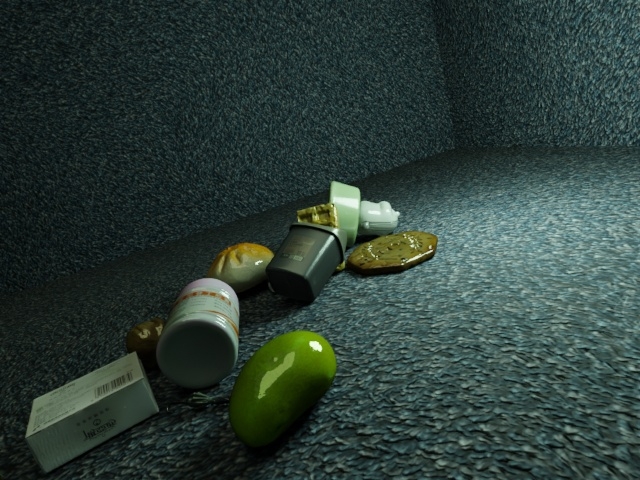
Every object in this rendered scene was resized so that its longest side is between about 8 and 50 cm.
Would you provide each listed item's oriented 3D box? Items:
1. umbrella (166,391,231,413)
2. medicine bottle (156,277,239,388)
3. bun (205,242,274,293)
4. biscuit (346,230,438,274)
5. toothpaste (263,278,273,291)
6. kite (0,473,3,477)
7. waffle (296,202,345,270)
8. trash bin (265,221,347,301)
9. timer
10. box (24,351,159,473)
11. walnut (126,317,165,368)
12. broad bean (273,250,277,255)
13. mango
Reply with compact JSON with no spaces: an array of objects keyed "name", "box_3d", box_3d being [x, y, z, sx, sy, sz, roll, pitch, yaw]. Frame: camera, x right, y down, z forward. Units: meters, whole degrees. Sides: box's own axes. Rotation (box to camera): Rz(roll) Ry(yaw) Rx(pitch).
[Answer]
[{"name":"umbrella","box_3d":[-0.242,0.369,0.972,0.268,0.044,0.044,-12,44,10]},{"name":"medicine bottle","box_3d":[-0.333,0.247,1.172,0.202,0.202,0.316,-18,16,-6]},{"name":"bun","box_3d":[-0.337,0.101,1.676,0.298,0.165,0.299,-22,9,4]},{"name":"biscuit","box_3d":[0.270,0.039,1.566,0.359,0.046,0.359,-14,17,5]},{"name":"toothpaste","box_3d":[-0.192,0.161,1.615,0.071,0.045,0.193,-21,11,-10]},{"name":"kite","box_3d":[-0.778,0.549,0.947,0.122,0.004,0.090,-17,15,-2]},{"name":"waffle","box_3d":[0.000,0.000,1.607,0.167,0.274,0.057,-11,-16,18]},{"name":"trash bin","box_3d":[-0.043,0.058,1.448,0.209,0.182,0.290,12,48,26]},{"name":"timer","box_3d":[0.181,-0.099,1.797,0.315,0.291,0.291,5,16,-2]},{"name":"box","box_3d":[-0.553,0.406,1.018,0.260,0.111,0.194,-26,18,-24]},{"name":"walnut","box_3d":[-0.507,0.310,1.254,0.166,0.149,0.166,7,-9,1]},{"name":"broad bean","box_3d":[-0.142,0.063,1.811,0.124,0.082,0.174,-7,20,35]},{"name":"mango","box_3d":[-0.086,0.295,0.873,0.273,0.149,0.185,-34,25,-34]}]
